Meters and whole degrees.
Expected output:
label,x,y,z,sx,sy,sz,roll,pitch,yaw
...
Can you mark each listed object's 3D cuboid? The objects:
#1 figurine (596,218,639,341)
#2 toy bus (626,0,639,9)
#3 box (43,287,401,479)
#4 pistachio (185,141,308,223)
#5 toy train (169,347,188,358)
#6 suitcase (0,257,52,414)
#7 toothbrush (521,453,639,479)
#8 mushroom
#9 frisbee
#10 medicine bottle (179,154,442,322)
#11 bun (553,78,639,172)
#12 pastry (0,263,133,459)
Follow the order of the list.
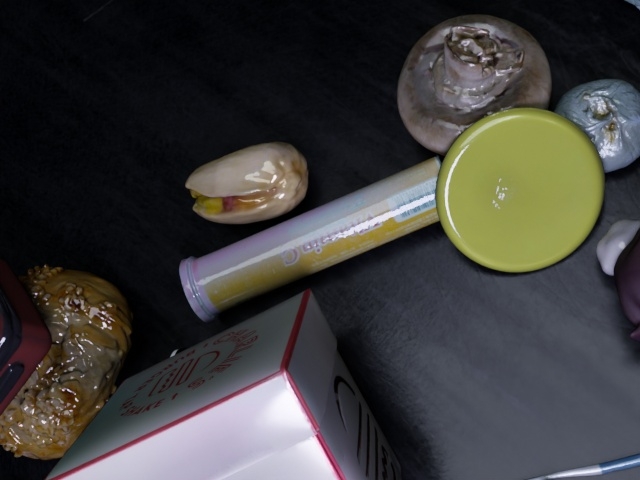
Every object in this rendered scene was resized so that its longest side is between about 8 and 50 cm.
label,x,y,z,sx,sy,sz,roll,pitch,yaw
figurine,0.528,0.104,0.999,0.218,0.206,0.365,-39,90,28
toy bus,0.446,-0.458,1.198,0.276,0.133,0.165,39,88,26
box,-0.090,0.287,1.001,0.312,0.314,0.300,-26,99,9
pistachio,-0.112,-0.090,1.287,0.200,0.117,0.145,-13,31,22
toy train,-0.138,0.204,1.216,0.203,0.083,0.131,-2,73,16
suitcase,-0.545,0.169,1.156,0.297,0.161,0.236,-49,56,8
toothbrush,0.384,0.293,1.046,0.275,0.019,0.025,-18,74,13
mushroom,0.221,-0.227,1.177,0.226,0.178,0.227,-3,74,9
frisbee,0.277,-0.067,1.124,0.235,0.017,0.236,1,106,4
medicine bottle,0.000,0.000,1.225,0.426,0.108,0.108,-22,68,9
bun,0.399,-0.168,1.150,0.140,0.083,0.141,-4,72,14
pastry,-0.436,0.188,1.281,0.255,0.162,0.311,10,76,23
